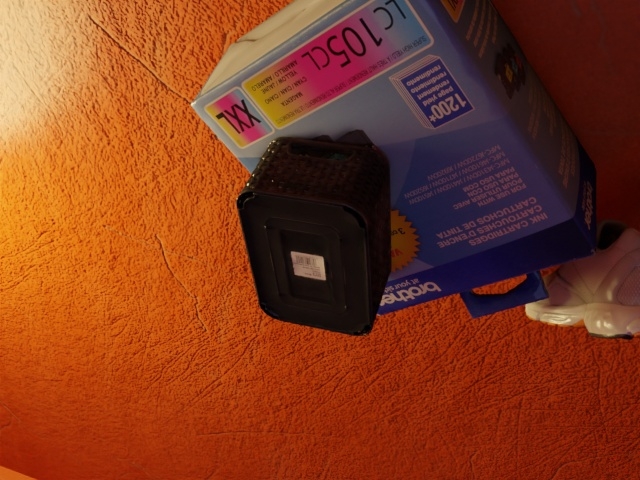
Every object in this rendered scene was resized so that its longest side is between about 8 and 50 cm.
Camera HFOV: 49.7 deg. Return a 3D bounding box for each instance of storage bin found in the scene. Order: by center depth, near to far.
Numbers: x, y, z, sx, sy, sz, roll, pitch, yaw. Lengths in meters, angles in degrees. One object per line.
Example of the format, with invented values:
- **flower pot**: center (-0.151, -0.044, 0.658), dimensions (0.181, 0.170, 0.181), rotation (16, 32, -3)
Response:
- **storage bin**: center (0.000, 0.000, 0.674), dimensions (0.122, 0.084, 0.180), rotation (10, 138, 16)

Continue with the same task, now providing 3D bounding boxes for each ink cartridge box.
- **ink cartridge box**: center (0.104, -0.083, 0.720), dimensions (0.270, 0.151, 0.395), rotation (-22, 123, 37)

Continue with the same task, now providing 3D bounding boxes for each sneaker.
- **sneaker**: center (0.305, 0.039, 0.758), dimensions (0.099, 0.121, 0.262), rotation (3, 178, -6)
